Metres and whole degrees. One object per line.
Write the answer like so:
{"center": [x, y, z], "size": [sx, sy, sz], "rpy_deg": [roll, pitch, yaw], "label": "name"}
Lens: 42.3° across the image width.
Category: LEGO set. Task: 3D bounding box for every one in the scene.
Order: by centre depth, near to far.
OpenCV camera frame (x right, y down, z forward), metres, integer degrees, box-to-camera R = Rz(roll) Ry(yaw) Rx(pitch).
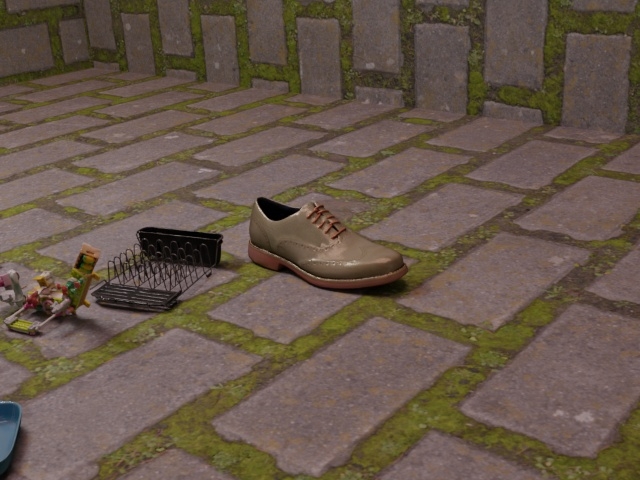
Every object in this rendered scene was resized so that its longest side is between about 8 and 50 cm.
{"center": [-0.517, 0.105, 1.568], "size": [0.287, 0.132, 0.107], "rpy_deg": [-15, 18, 35], "label": "LEGO set"}

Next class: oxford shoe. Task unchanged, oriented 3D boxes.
{"center": [0.000, 0.000, 1.734], "size": [0.397, 0.146, 0.140], "rpy_deg": [12, 26, 31], "label": "oxford shoe"}

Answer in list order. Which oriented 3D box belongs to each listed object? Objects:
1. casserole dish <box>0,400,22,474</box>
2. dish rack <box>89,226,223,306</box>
{"center": [-0.500, 0.299, 1.214], "size": [0.114, 0.037, 0.188], "rpy_deg": [-7, 22, -9], "label": "casserole dish"}
{"center": [-0.346, 0.057, 1.742], "size": [0.208, 0.074, 0.271], "rpy_deg": [5, 24, 20], "label": "dish rack"}
